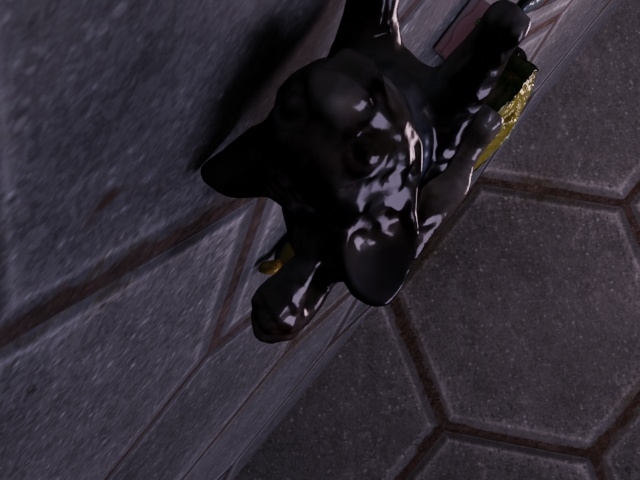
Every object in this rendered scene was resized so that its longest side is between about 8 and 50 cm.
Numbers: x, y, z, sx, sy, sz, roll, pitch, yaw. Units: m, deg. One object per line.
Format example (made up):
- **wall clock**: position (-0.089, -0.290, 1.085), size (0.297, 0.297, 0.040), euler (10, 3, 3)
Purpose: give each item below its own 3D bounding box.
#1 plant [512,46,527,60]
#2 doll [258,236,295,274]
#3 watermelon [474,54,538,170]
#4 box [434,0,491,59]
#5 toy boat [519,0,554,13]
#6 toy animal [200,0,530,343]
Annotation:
- **plant**: position (0.332, -0.315, 1.964), size (0.051, 0.051, 0.102), euler (-53, 166, 15)
- **doll**: position (0.000, 0.000, 1.460), size (0.089, 0.102, 0.179), euler (8, -129, 48)
- **watermelon**: position (0.220, -0.185, 1.646), size (0.204, 0.127, 0.232), euler (-48, 170, -18)
- **box**: position (0.196, -0.264, 1.469), size (0.089, 0.043, 0.125), euler (-53, 172, 11)
- **toy boat**: position (0.415, -0.432, 1.838), size (0.282, 0.096, 0.206), euler (-39, -177, -16)
- **toy animal**: position (0.024, -0.055, 0.953), size (0.303, 0.194, 0.344), euler (-55, 167, -9)
